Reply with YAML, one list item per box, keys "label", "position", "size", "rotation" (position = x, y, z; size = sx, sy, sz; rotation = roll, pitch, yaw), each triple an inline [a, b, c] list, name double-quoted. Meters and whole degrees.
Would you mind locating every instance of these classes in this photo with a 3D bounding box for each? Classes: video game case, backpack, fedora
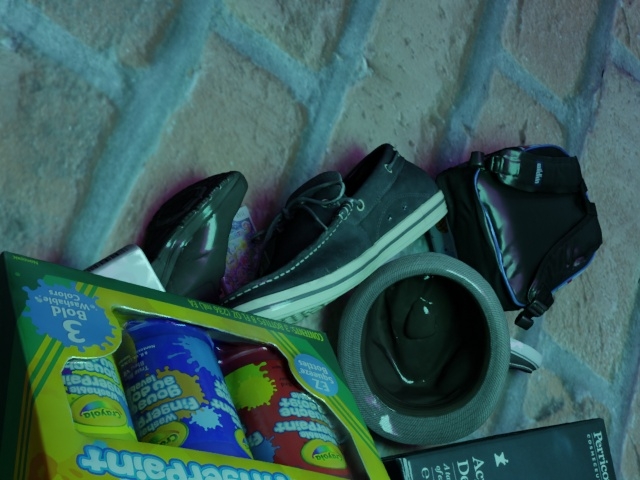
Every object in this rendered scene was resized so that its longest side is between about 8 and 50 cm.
- label: "video game case"
  position: [-0.113, 0.021, 1.744]
  size: [0.087, 0.011, 0.122]
  rotation: [-24, 91, -40]
- label: "backpack"
  position: [0.306, -0.024, 1.963]
  size: [0.263, 0.213, 0.276]
  rotation: [-19, 99, -36]
- label: "fedora"
  position: [0.145, 0.142, 1.810]
  size: [0.244, 0.124, 0.275]
  rotation: [-6, 103, 2]

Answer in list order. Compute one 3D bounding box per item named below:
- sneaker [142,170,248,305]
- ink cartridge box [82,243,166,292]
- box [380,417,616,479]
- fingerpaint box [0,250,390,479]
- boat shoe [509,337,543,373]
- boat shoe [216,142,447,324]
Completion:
- label: "sneaker"
  position: [-0.173, 0.030, 1.647]
  size: [0.130, 0.109, 0.286]
  rotation: [47, 62, -25]
- label: "ink cartridge box"
  position: [-0.247, 0.148, 1.506]
  size: [0.189, 0.066, 0.232]
  rotation: [-32, 102, -16]
- label: "box"
  position: [0.208, 0.414, 1.672]
  size: [0.395, 0.212, 0.293]
  rotation: [-3, 78, -41]
- label: "fingerpaint box"
  position: [-0.143, 0.232, 1.339]
  size: [0.445, 0.163, 0.371]
  rotation: [18, 33, -36]
- label: "boat shoe"
  position: [0.247, 0.175, 1.944]
  size: [0.228, 0.080, 0.076]
  rotation: [25, 79, -34]
- label: "boat shoe"
  position: [0.000, 0.000, 1.725]
  size: [0.156, 0.187, 0.500]
  rotation: [57, 42, -2]
